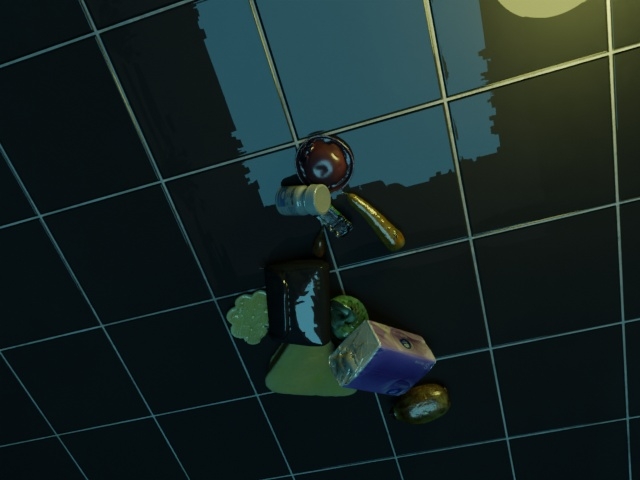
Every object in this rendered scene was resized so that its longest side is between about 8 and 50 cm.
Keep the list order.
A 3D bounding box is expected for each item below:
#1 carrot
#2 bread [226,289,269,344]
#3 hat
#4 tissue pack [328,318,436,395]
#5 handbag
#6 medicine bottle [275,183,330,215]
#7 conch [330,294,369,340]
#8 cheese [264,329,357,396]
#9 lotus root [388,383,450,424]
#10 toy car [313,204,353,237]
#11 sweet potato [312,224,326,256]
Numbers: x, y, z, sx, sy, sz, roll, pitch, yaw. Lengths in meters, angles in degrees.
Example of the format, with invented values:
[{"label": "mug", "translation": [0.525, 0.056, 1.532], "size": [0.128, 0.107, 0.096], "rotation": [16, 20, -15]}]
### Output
[{"label": "carrot", "translation": [0.181, -0.077, 1.685], "size": [0.298, 0.078, 0.078], "rotation": [44, 110, -11]}, {"label": "bread", "translation": [-0.266, 0.291, 1.891], "size": [0.181, 0.039, 0.251], "rotation": [29, 113, -9]}, {"label": "hat", "translation": [0.012, -0.247, 1.601], "size": [0.205, 0.089, 0.206], "rotation": [2, 114, 3]}, {"label": "tissue pack", "translation": [0.230, 0.449, 1.802], "size": [0.338, 0.160, 0.242], "rotation": [22, 116, -38]}, {"label": "handbag", "translation": [-0.102, 0.224, 1.720], "size": [0.274, 0.178, 0.302], "rotation": [-1, 94, 14]}, {"label": "medicine bottle", "translation": [-0.061, -0.135, 1.615], "size": [0.167, 0.105, 0.105], "rotation": [1, 118, 34]}, {"label": "conch", "translation": [0.098, 0.294, 1.827], "size": [0.175, 0.122, 0.188], "rotation": [7, 113, -7]}, {"label": "cheese", "translation": [-0.066, 0.501, 1.940], "size": [0.383, 0.104, 0.385], "rotation": [1, 115, 3]}, {"label": "lotus root", "translation": [0.406, 0.677, 1.984], "size": [0.260, 0.128, 0.145], "rotation": [-22, 98, 7]}, {"label": "toy car", "translation": [0.037, -0.083, 1.689], "size": [0.165, 0.063, 0.071], "rotation": [40, 110, -14]}, {"label": "sweet potato", "translation": [0.000, 0.000, 1.744], "size": [0.049, 0.049, 0.117], "rotation": [11, 104, -2]}]
